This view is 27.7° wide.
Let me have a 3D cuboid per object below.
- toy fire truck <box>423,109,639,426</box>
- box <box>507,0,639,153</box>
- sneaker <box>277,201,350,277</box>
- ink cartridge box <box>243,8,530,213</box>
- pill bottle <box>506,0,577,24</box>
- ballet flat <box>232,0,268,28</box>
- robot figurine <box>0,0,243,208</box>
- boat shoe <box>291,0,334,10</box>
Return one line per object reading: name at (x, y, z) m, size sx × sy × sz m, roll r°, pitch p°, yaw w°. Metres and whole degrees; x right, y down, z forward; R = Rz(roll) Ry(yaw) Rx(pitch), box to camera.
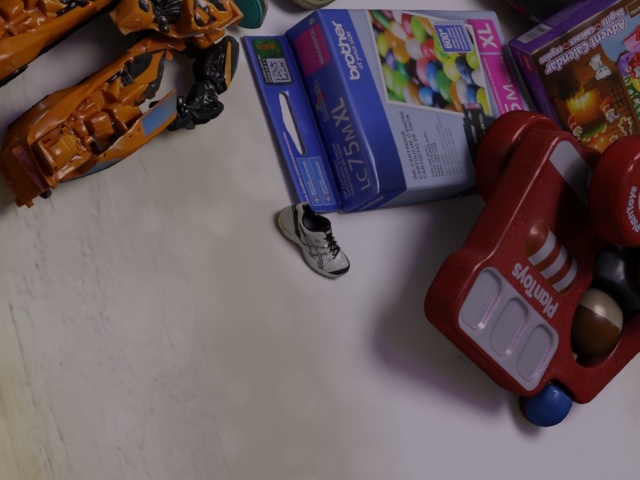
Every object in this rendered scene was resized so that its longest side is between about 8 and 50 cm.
toy fire truck at (0.231, 0.037, 1.235) m, size 0.302 × 0.169 × 0.254 m, roll 44°, pitch 73°, yaw -44°
box at (0.364, -0.192, 1.368) m, size 0.293 × 0.057 × 0.201 m, roll -32°, pitch 118°, yaw -5°
sneaker at (0.000, 0.000, 1.141) m, size 0.083 × 0.037 × 0.032 m, roll 43°, pitch 47°, yaw -20°
ink cartridge box at (0.083, -0.130, 1.255) m, size 0.311 × 0.065 × 0.185 m, roll -9°, pitch 77°, yaw -41°
pill bottle at (0.286, -0.312, 1.426) m, size 0.318 × 0.176 × 0.176 m, roll 32°, pitch 54°, yaw -26°
ballet flat at (-0.103, -0.260, 1.156) m, size 0.168 × 0.057 × 0.052 m, roll 44°, pitch 39°, yaw -18°
robot figurine at (-0.172, -0.159, 1.030) m, size 0.211 × 0.085 × 0.291 m, roll 53°, pitch 47°, yaw -10°
boat shoe at (0.039, -0.332, 1.282) m, size 0.104 × 0.089 × 0.285 m, roll 46°, pitch 49°, yaw -17°
